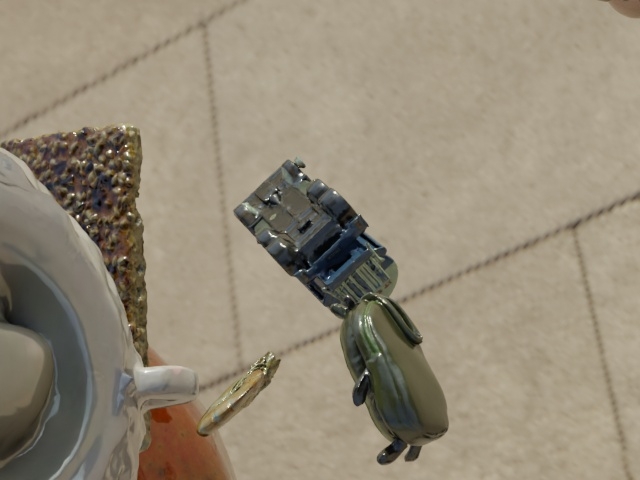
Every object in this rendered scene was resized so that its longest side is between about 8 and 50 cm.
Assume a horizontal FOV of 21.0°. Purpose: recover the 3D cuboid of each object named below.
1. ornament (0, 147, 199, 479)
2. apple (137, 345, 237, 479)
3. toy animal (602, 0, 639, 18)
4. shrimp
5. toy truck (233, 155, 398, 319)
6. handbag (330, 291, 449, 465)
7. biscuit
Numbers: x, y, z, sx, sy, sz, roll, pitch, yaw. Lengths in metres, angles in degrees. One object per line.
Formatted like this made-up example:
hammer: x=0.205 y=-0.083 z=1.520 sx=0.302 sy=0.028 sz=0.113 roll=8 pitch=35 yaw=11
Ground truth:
ornament: x=-0.268 y=0.097 z=0.932 sx=0.337 sy=0.337 sz=0.337 roll=-18 pitch=58 yaw=31
apple: x=-0.224 y=0.248 z=1.711 sx=0.295 sy=0.329 sz=0.365 roll=-43 pitch=62 yaw=15
toy animal: x=0.287 y=-0.297 z=1.697 sx=0.166 sy=0.250 sz=0.154 roll=-63 pitch=35 yaw=35
shrimp: x=-0.064 y=0.126 z=1.440 sx=0.108 sy=0.023 sz=0.059 roll=-44 pitch=0 yaw=-32
toy truck: x=0.000 y=0.000 z=1.351 sx=0.074 sy=0.088 sz=0.202 roll=-45 pitch=23 yaw=-2
handbag: x=0.043 y=0.081 z=1.072 sx=0.047 sy=0.072 sz=0.111 roll=-32 pitch=69 yaw=26
biscuit: x=-0.176 y=0.037 z=1.206 sx=0.131 sy=0.025 sz=0.231 roll=-7 pitch=83 yaw=32
